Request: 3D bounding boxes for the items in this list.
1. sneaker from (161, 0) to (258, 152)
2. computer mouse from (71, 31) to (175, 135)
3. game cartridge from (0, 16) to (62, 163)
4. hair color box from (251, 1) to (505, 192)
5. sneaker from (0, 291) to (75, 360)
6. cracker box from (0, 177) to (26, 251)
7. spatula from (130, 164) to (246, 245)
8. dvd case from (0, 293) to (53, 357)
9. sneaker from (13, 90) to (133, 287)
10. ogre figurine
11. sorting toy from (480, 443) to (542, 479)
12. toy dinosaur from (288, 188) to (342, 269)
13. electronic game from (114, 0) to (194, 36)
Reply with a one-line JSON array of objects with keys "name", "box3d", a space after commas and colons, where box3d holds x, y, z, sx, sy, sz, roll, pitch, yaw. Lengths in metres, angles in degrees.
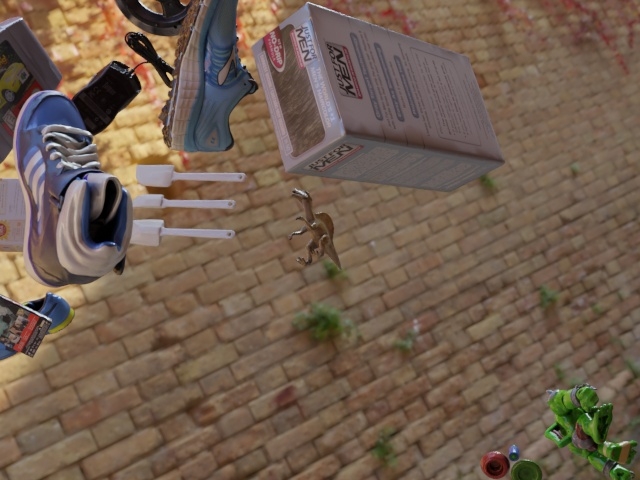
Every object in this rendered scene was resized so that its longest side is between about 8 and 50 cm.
[{"name": "sneaker", "box3d": [-0.089, -0.152, 0.789, 0.073, 0.162, 0.063, 12, 0, -21]}, {"name": "computer mouse", "box3d": [-0.427, -0.311, 1.985, 0.262, 0.184, 0.060, -52, 22, -8]}, {"name": "game cartridge", "box3d": [-0.670, -0.320, 1.886, 0.060, 0.196, 0.294, 2, 53, 31]}, {"name": "hair color box", "box3d": [0.092, -0.183, 1.250, 0.113, 0.185, 0.374, -28, -20, 37]}, {"name": "sneaker", "box3d": [-0.568, 0.156, 1.698, 0.209, 0.069, 0.082, -27, -51, 15]}, {"name": "cracker box", "box3d": [-0.636, -0.055, 2.006, 0.232, 0.156, 0.067, 1, -16, -1]}, {"name": "spatula", "box3d": [-0.269, -0.068, 1.781, 0.242, 0.168, 0.019, 3, -19, 16]}, {"name": "dvd case", "box3d": [-0.527, 0.142, 1.535, 0.087, 0.119, 0.013, -56, 15, 23]}, {"name": "sneaker", "box3d": [-0.347, -0.097, 1.323, 0.130, 0.323, 0.236, 7, -17, -41]}, {"name": "ogre figurine", "box3d": [0.432, 0.307, 1.466, 0.097, 0.197, 0.118, -56, 29, -11]}, {"name": "sorting toy", "box3d": [0.320, 0.373, 1.507, 0.102, 0.061, 0.042, 11, 15, 11]}, {"name": "toy dinosaur", "box3d": [0.000, 0.000, 1.490, 0.053, 0.183, 0.092, -4, 36, 39]}, {"name": "electronic game", "box3d": [-0.317, -0.525, 1.808, 0.229, 0.229, 0.048, -29, 16, 20]}]
